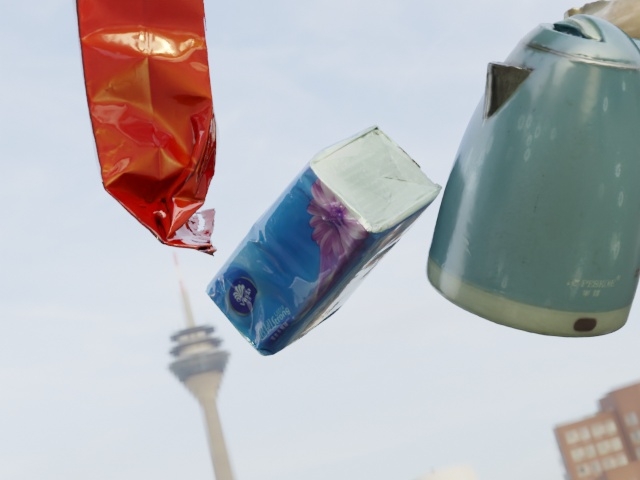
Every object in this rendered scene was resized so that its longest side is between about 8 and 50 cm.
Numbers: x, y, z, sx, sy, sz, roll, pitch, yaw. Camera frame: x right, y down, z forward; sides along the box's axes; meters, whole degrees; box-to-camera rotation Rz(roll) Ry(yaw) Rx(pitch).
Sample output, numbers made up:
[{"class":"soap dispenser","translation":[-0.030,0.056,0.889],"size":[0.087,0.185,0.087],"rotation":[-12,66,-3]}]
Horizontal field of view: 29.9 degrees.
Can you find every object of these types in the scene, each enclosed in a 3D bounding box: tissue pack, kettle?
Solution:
[{"class":"tissue pack","translation":[0.000,0.000,1.564],"size":[0.263,0.146,0.198],"rotation":[-51,-12,34]},{"class":"kettle","translation":[0.309,-0.090,1.407],"size":[0.320,0.247,0.342],"rotation":[2,-70,-25]}]

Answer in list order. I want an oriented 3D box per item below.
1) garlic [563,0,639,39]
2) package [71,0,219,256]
[{"class":"garlic","translation":[0.462,-0.267,1.636],"size":[0.313,0.249,0.286],"rotation":[-17,-51,-28]},{"class":"package","translation":[-0.169,-0.199,1.129],"size":[0.123,0.423,0.196],"rotation":[-7,9,-7]}]
